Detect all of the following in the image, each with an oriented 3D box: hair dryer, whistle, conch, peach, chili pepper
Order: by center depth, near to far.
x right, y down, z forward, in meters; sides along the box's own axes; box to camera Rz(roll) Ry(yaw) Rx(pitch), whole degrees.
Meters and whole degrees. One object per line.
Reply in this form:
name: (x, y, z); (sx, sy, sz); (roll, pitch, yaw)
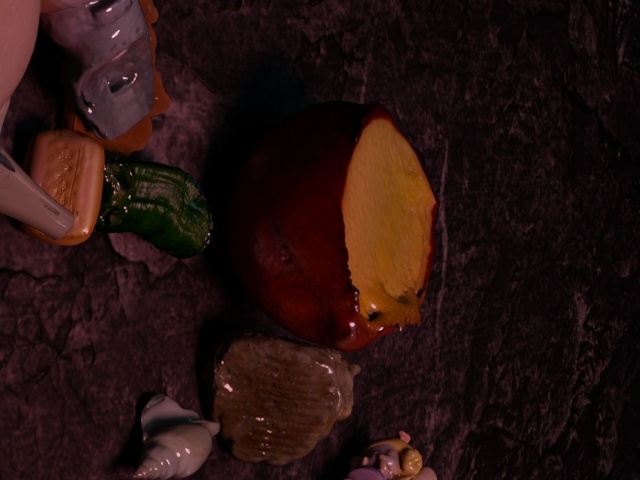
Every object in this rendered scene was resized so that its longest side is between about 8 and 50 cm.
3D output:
hair dryer: (-0.288, -0.093, 1.696); (0.167, 0.067, 0.199); (49, 38, -26)
whistle: (-0.230, -0.247, 1.704); (0.189, 0.189, 0.348); (-61, 139, -43)
chili pepper: (-0.183, -0.039, 1.868); (0.098, 0.061, 0.224); (-60, 151, 2)
conch: (-0.164, 0.218, 1.909); (0.065, 0.088, 0.180); (-55, 171, 25)
peach: (0.000, 0.000, 2.048); (0.361, 0.201, 0.257); (-78, 147, -45)

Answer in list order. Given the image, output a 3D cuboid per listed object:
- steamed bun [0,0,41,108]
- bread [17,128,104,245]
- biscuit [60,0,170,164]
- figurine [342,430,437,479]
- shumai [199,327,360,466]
steamed bun: (-0.358, -0.223, 1.444); (0.324, 0.206, 0.324); (10, 78, -59)
bread: (-0.257, -0.052, 1.749); (0.056, 0.082, 0.115); (142, -49, -75)
biscuit: (-0.221, -0.152, 1.851); (0.162, 0.035, 0.250); (45, 49, -41)
figurine: (0.093, 0.328, 2.292); (0.235, 0.127, 0.155); (-40, 112, -61)
shumai: (-0.046, 0.153, 2.047); (0.142, 0.184, 0.184); (-88, 161, -62)
